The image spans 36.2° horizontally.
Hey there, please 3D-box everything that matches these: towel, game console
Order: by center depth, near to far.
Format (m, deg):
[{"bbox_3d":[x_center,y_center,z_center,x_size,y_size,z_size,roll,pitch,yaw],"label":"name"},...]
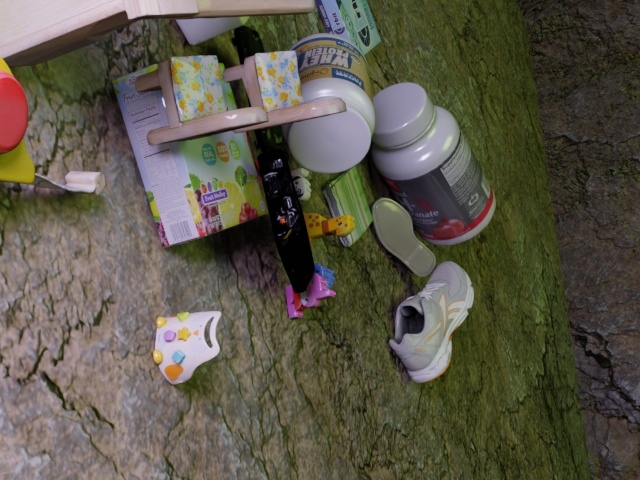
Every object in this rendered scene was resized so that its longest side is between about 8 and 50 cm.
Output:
[{"bbox_3d":[-0.065,-0.119,1.343,0.213,0.044,0.361,76,2,-69],"label":"game console"},{"bbox_3d":[0.049,-0.060,1.690,0.152,0.023,0.113,-44,119,-66],"label":"towel"}]

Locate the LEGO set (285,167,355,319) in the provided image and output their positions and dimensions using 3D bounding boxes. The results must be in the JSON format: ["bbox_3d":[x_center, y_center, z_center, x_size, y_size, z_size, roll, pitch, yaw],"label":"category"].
[{"bbox_3d":[0.000,0.000,1.448,0.087,0.093,0.227,23,55,-61],"label":"LEGO set"}]

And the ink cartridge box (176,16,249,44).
[{"bbox_3d":[-0.167,-0.392,1.312,0.212,0.093,0.154,63,26,-27],"label":"ink cartridge box"}]

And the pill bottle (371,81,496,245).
[{"bbox_3d":[0.205,-0.148,1.888,0.318,0.176,0.176,53,32,-40],"label":"pill bottle"}]

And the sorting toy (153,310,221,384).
[{"bbox_3d":[-0.143,0.109,1.089,0.045,0.075,0.083,44,37,-50],"label":"sorting toy"}]

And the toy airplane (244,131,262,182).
[{"bbox_3d":[-0.103,-0.120,1.372,0.151,0.028,0.151,48,34,-49],"label":"toy airplane"}]

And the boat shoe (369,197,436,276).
[{"bbox_3d":[0.142,-0.009,1.839,0.206,0.075,0.065,49,-9,-35],"label":"boat shoe"}]

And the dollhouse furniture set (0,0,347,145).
[{"bbox_3d":[-0.124,-0.289,0.984,0.394,0.256,0.362,-17,98,-47],"label":"dollhouse furniture set"}]

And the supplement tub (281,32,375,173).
[{"bbox_3d":[0.009,-0.209,1.494,0.144,0.144,0.199,56,19,-37],"label":"supplement tub"}]

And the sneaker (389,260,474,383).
[{"bbox_3d":[0.200,0.123,1.788,0.121,0.099,0.262,49,44,-29],"label":"sneaker"}]

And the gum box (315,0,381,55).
[{"bbox_3d":[0.053,-0.433,1.888,0.157,0.041,0.184,69,25,-15],"label":"gum box"}]

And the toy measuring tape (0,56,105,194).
[{"bbox_3d":[-0.284,-0.107,0.866,0.330,0.121,0.121,5,71,-73],"label":"toy measuring tape"}]

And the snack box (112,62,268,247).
[{"bbox_3d":[-0.154,-0.110,1.202,0.174,0.070,0.207,-27,100,-66],"label":"snack box"}]
